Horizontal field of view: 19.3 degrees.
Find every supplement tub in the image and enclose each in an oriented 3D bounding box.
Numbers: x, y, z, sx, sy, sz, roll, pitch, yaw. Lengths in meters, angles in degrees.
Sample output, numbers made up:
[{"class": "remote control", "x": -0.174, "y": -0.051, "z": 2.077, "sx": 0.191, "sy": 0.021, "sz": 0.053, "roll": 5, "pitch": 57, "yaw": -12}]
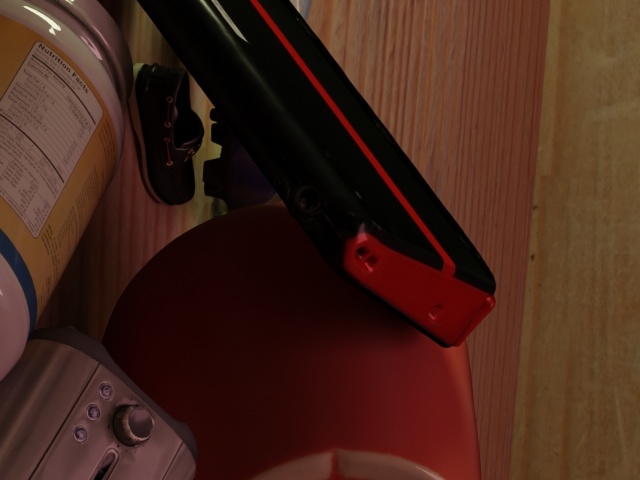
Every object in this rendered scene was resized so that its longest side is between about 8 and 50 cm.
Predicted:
[{"class": "supplement tub", "x": -0.182, "y": -0.034, "z": 0.931, "sx": 0.200, "sy": 0.144, "sz": 0.144, "roll": -69, "pitch": 159, "yaw": -43}]

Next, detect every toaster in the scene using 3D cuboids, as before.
[{"class": "toaster", "x": -0.179, "y": 0.147, "z": 0.961, "sx": 0.129, "sy": 0.227, "sz": 0.146, "roll": 48, "pitch": 45, "yaw": -24}]

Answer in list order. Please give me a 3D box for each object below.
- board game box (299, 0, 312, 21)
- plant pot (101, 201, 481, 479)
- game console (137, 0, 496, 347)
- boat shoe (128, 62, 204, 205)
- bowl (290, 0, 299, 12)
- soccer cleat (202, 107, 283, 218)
[{"class": "board game box", "x": -0.015, "y": -0.316, "z": 1.629, "sx": 0.145, "sy": 0.027, "sz": 0.281, "roll": 68, "pitch": 32, "yaw": -62}, {"class": "plant pot", "x": -0.009, "y": 0.149, "z": 1.250, "sx": 0.243, "sy": 0.275, "sz": 0.275, "roll": -108, "pitch": -167, "yaw": -59}, {"class": "game console", "x": -0.046, "y": -0.108, "z": 1.123, "sx": 0.386, "sy": 0.060, "sz": 0.342, "roll": 53, "pitch": 10, "yaw": 17}, {"class": "boat shoe", "x": -0.108, "y": -0.073, "z": 1.373, "sx": 0.133, "sy": 0.042, "sz": 0.049, "roll": 82, "pitch": 20, "yaw": -46}, {"class": "bowl", "x": -0.062, "y": -0.178, "z": 1.377, "sx": 0.142, "sy": 0.053, "sz": 0.142, "roll": 176, "pitch": -84, "yaw": -69}, {"class": "soccer cleat", "x": -0.023, "y": -0.041, "z": 1.497, "sx": 0.289, "sy": 0.121, "sz": 0.093, "roll": 77, "pitch": 18, "yaw": -79}]
